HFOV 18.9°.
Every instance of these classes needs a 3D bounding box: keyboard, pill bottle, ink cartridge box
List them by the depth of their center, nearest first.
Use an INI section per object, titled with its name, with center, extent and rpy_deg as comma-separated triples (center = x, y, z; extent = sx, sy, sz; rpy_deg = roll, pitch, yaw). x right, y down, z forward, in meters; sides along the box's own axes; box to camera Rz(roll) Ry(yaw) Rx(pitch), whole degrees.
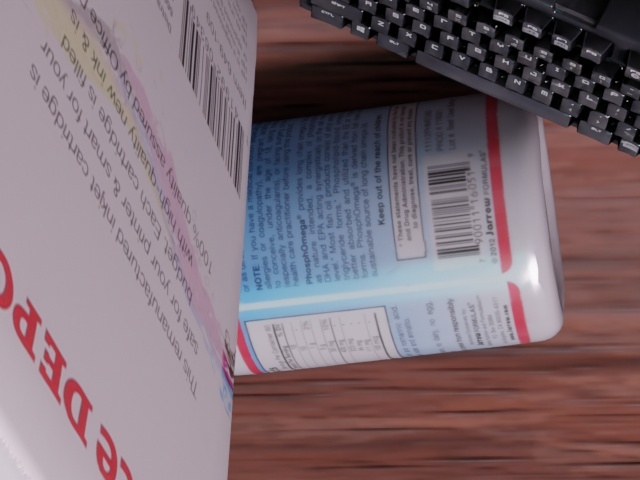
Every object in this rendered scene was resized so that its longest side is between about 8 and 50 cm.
[ink cartridge box]
center = -0.140, -0.021, 0.502
extent = 0.197, 0.270, 0.198
rpy_deg = -9, 137, 12
[keyboard]
center = 0.075, -0.061, 0.572
extent = 0.180, 0.023, 0.108
rpy_deg = 24, 155, 10
[pill bottle]
center = 0.000, 0.000, 0.661
extent = 0.160, 0.087, 0.087
rpy_deg = -6, 138, 9
